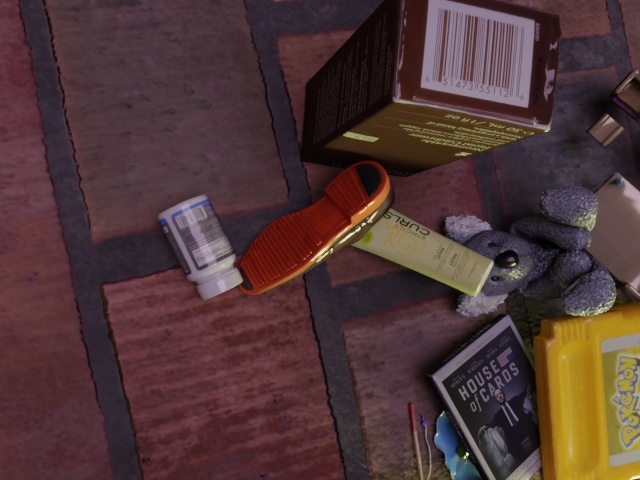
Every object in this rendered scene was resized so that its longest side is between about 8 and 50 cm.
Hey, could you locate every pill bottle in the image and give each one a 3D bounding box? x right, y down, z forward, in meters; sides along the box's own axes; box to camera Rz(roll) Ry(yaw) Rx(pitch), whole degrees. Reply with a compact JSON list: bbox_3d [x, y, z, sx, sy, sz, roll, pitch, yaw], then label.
[{"bbox_3d":[-0.168,0.011,0.892,0.078,0.078,0.137,-26,95,-16],"label":"pill bottle"}]

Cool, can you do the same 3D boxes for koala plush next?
[{"bbox_3d":[0.313,0.032,1.000,0.221,0.203,0.196,-12,88,5],"label":"koala plush"}]

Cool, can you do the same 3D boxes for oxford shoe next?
[{"bbox_3d":[0.000,0.000,0.928,0.271,0.098,0.097,-35,58,6],"label":"oxford shoe"}]

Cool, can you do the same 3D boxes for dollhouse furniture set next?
[{"bbox_3d":[0.546,-0.083,1.112,0.286,0.198,0.303,44,108,12],"label":"dollhouse furniture set"}]

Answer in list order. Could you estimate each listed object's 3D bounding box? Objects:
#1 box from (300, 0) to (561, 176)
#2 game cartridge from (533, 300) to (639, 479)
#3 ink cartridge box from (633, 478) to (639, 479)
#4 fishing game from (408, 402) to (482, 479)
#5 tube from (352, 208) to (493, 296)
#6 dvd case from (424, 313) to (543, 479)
[{"bbox_3d":[0.112,-0.184,0.826,0.191,0.381,0.143,7,87,-15],"label":"box"},{"bbox_3d":[0.502,0.243,1.004,0.324,0.053,0.285,-8,97,-14],"label":"game cartridge"},{"bbox_3d":[0.693,0.395,1.131,0.371,0.069,0.175,24,81,-11],"label":"ink cartridge box"},{"bbox_3d":[0.274,0.320,1.024,0.264,0.041,0.189,-5,86,-16],"label":"fishing game"},{"bbox_3d":[0.139,0.008,0.954,0.240,0.062,0.070,27,38,19],"label":"tube"},{"bbox_3d":[0.288,0.264,1.000,0.179,0.030,0.238,-32,98,-24],"label":"dvd case"}]
